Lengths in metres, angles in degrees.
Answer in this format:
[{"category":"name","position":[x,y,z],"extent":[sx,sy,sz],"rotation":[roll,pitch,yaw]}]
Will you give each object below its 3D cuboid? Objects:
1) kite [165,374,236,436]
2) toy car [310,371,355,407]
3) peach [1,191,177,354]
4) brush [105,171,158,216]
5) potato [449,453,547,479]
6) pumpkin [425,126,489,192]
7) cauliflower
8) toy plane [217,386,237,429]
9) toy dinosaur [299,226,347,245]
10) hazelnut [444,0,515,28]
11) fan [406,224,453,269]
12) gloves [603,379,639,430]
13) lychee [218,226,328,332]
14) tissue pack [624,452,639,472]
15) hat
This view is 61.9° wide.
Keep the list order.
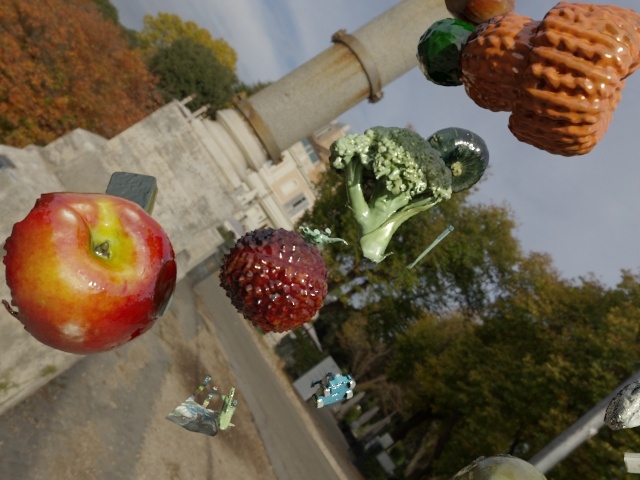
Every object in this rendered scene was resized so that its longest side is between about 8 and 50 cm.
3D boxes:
[{"category":"kite","position":[-0.344,0.513,1.627],"extent":[0.169,0.310,0.015],"rotation":[31,37,-15]},{"category":"toy car","position":[0.032,0.440,1.648],"extent":[0.161,0.126,0.098],"rotation":[100,-31,-49]},{"category":"peach","position":[-0.479,0.077,1.164],"extent":[0.310,0.334,0.405],"rotation":[15,-39,-3]},{"category":"brush","position":[-0.508,-0.099,1.406],"extent":[0.059,0.123,0.197],"rotation":[102,-9,-47]},{"category":"potato","position":[0.309,0.509,0.836],"extent":[0.221,0.243,0.326],"rotation":[48,4,-40]},{"category":"pumpkin","position":[0.390,-0.234,1.576],"extent":[0.211,0.212,0.152],"rotation":[62,8,-46]},{"category":"cauliflower","position":[0.146,-0.130,1.237],"extent":[0.327,0.281,0.260],"rotation":[28,22,-21]},{"category":"toy plane","position":[-0.215,0.391,1.225],"extent":[0.040,0.102,0.111],"rotation":[13,26,-14]},{"category":"toy dinosaur","position":[0.000,0.000,0.876],"extent":[0.083,0.021,0.062],"rotation":[31,-28,3]},{"category":"hazelnut","position":[0.337,-0.515,1.117],"extent":[0.143,0.143,0.154],"rotation":[60,-4,-39]},{"category":"fan","position":[0.344,0.024,1.672],"extent":[0.016,0.193,0.038],"rotation":[45,14,3]},{"category":"gloves","position":[0.736,0.390,1.267],"extent":[0.070,0.153,0.114],"rotation":[48,-3,11]},{"category":"lychee","position":[-0.165,0.163,2.109],"extent":[0.500,0.424,0.424],"rotation":[35,8,-40]},{"category":"tissue pack","position":[0.788,0.534,1.271],"extent":[0.108,0.023,0.056],"rotation":[-10,-60,33]},{"category":"hat","position":[0.365,-0.341,0.977],"extent":[0.400,0.285,0.285],"rotation":[35,-14,20]}]
